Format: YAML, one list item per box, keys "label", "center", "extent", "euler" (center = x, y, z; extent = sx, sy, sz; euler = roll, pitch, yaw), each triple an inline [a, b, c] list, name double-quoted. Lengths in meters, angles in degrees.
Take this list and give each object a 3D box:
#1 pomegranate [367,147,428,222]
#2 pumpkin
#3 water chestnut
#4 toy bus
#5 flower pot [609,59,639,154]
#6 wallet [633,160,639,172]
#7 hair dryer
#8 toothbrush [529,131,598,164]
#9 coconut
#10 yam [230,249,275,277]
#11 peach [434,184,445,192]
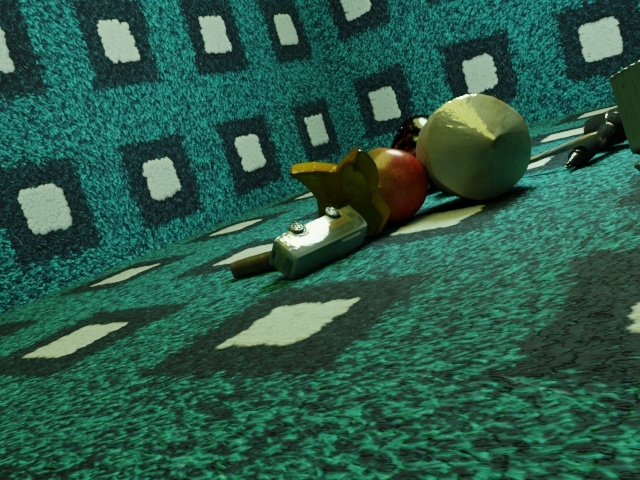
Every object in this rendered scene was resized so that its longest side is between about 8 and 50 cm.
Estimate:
- label: "pomegranate"
  center: [0.170, -0.158, 1.804]
  extent: [0.256, 0.221, 0.221]
  euler: [20, 10, -2]
- label: "pumpkin"
  center: [0.064, -0.114, 1.702]
  extent: [0.290, 0.258, 0.095]
  euler: [-5, 31, 46]
- label: "water chestnut"
  center: [0.374, -0.296, 2.269]
  extent: [0.244, 0.289, 0.289]
  euler: [14, -1, -19]
- label: "toy bus"
  center: [0.000, 0.000, 1.568]
  extent: [0.268, 0.092, 0.106]
  euler: [-24, 52, -39]
- label: "flower pot"
  center: [0.775, -0.308, 1.413]
  extent: [0.239, 0.190, 0.209]
  euler: [-15, -7, 16]
- label: "wallet"
  center: [0.776, -0.172, 1.278]
  extent: [0.252, 0.083, 0.360]
  euler: [-7, 8, 40]
- label: "hair dryer"
  center: [0.808, -0.285, 1.864]
  extent: [0.352, 0.107, 0.189]
  euler: [-36, 7, -34]
- label: "toothbrush"
  center: [0.635, -0.240, 1.902]
  extent: [0.375, 0.037, 0.028]
  euler: [-22, 20, 46]
- label: "coconut"
  center: [0.413, -0.254, 1.776]
  extent: [0.328, 0.329, 0.329]
  euler: [-16, 9, 3]
- label: "yam"
  center: [-0.122, 0.052, 1.672]
  extent: [0.241, 0.057, 0.057]
  euler: [-16, 9, 19]
- label: "peach"
  center: [0.420, -0.212, 2.062]
  extent: [0.152, 0.152, 0.152]
  euler: [-16, 9, 3]
